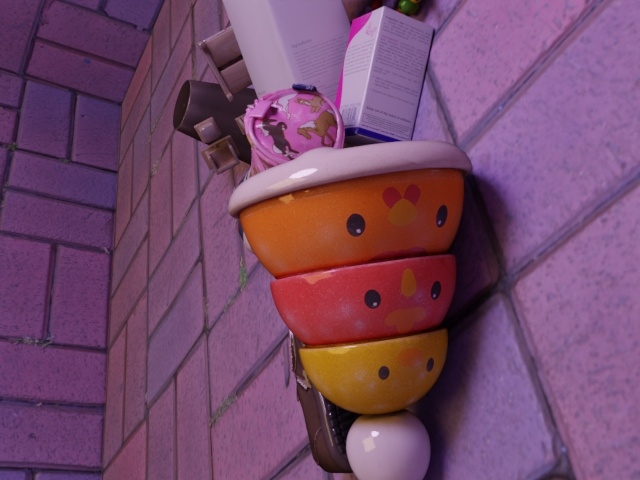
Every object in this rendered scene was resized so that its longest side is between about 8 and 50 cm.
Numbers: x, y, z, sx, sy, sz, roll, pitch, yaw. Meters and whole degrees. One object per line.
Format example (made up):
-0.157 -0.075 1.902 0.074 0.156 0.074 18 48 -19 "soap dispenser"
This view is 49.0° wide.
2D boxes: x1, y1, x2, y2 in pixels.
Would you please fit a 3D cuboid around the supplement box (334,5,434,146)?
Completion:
0.103 -0.276 1.225 0.111 0.114 0.219 10 89 64 "supplement box"

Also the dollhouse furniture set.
-0.198 -0.381 1.567 0.303 0.355 0.174 -29 30 -5 "dollhouse furniture set"

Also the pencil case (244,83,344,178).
-0.056 -0.125 1.271 0.386 0.160 0.167 105 152 -71 "pencil case"

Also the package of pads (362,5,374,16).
0.105 -0.422 1.374 0.050 0.032 0.083 -64 30 25 "package of pads"

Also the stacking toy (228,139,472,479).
0.078 0.118 0.994 0.351 0.351 0.479 -18 82 59 "stacking toy"

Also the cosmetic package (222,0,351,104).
-0.059 -0.405 1.337 0.217 0.156 0.384 14 125 63 "cosmetic package"

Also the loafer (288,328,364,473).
-0.001 0.220 1.178 0.130 0.134 0.365 -49 38 42 "loafer"

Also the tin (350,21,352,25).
0.045 -0.396 1.474 0.106 0.040 0.189 -56 34 28 "tin"

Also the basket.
-0.242 -0.312 1.768 0.154 0.227 0.204 40 114 60 "basket"

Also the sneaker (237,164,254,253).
-0.119 -0.148 1.559 0.148 0.131 0.349 40 116 57 "sneaker"

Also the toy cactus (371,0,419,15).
0.167 -0.486 1.229 0.180 0.112 0.219 -67 19 -1 "toy cactus"
